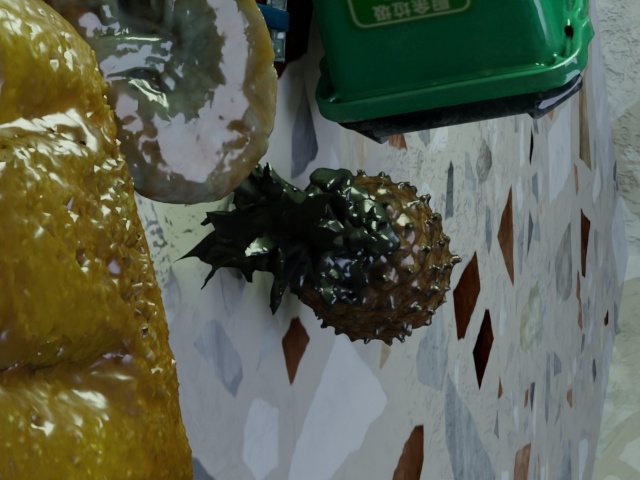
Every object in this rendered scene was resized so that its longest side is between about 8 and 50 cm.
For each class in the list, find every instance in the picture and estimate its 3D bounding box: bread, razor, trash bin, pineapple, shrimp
[{"bbox_3d":[-0.168,0.015,0.662,0.328,0.148,0.337,3,72,-67],"label":"bread"},{"bbox_3d":[-0.062,-0.186,1.205,0.191,0.037,0.068,-6,98,-70],"label":"razor"},{"bbox_3d":[0.096,-0.316,1.322,0.295,0.259,0.381,-76,153,-50],"label":"trash bin"},{"bbox_3d":[-0.002,-0.003,1.208,0.364,0.165,0.166,21,71,-66],"label":"pineapple"},{"bbox_3d":[-0.125,-0.171,0.971,0.168,0.077,0.317,-35,110,-36],"label":"shrimp"}]
